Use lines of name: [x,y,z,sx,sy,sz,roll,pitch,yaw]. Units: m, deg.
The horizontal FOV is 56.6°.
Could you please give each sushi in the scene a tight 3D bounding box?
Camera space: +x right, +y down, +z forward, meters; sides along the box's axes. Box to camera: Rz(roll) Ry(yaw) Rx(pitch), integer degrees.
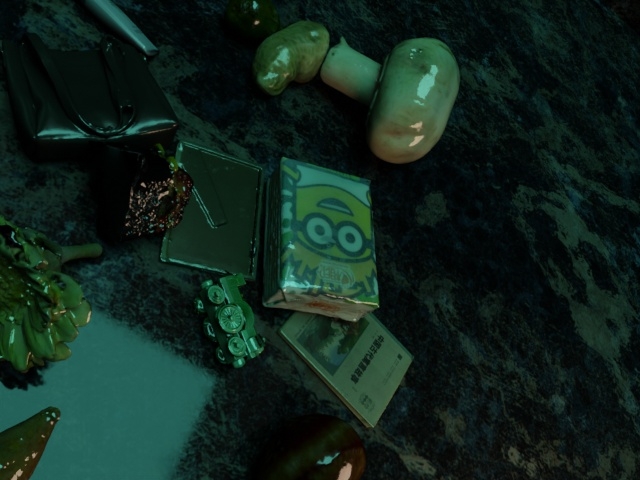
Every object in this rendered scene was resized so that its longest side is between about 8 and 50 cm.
sushi: [-0.319,-0.092,1.092,0.150,0.153,0.172,-17,118,-50]

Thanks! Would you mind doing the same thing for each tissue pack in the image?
tissue pack: [0.000,0.000,1.262,0.227,0.128,0.311,12,59,-24]

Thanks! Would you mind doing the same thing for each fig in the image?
fig: [-0.142,-0.525,1.432,0.177,0.117,0.117,17,59,-46]

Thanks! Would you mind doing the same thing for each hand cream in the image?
hand cream: [-0.448,-0.481,1.246,0.255,0.048,0.079,41,19,-10]

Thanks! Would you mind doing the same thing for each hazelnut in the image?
hazelnut: [-0.023,0.402,1.066,0.204,0.178,0.178,-45,97,-7]

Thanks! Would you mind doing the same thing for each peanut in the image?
peanut: [-0.072,-0.438,1.425,0.253,0.122,0.137,-38,108,-35]

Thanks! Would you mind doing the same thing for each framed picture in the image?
framed picture: [-0.217,-0.065,1.232,0.208,0.019,0.282,16,61,-26]

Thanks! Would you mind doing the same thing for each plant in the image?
plant: [-0.440,0.038,0.892,0.296,0.261,0.306,-17,91,-37]

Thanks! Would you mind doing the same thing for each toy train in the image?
toy train: [-0.170,0.153,1.137,0.104,0.071,0.178,-14,76,-47]

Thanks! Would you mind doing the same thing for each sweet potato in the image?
sweet potato: [-0.496,0.352,0.804,0.131,0.131,0.337,42,52,-10]

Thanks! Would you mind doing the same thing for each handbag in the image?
handbag: [-0.439,-0.281,1.133,0.285,0.113,0.257,-14,70,-36]

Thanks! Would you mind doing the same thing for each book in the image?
book: [0.061,0.226,1.280,0.283,0.025,0.215,45,52,-6]

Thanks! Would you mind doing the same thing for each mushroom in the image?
mushroom: [0.168,-0.369,1.477,0.335,0.314,0.314,29,54,7]
